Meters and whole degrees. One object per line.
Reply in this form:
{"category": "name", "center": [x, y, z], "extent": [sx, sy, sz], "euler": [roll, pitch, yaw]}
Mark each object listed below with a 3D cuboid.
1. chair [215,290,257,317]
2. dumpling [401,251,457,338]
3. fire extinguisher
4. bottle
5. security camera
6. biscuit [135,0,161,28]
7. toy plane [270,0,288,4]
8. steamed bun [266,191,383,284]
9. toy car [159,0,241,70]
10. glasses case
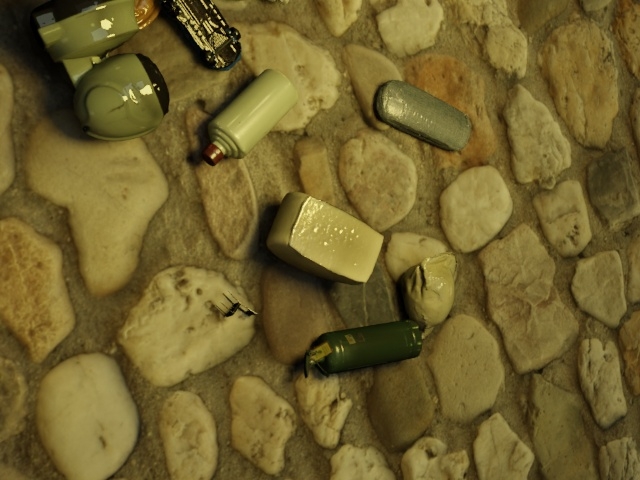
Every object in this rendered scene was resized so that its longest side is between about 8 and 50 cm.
{"category": "chair", "center": [-0.181, 0.149, 1.499], "extent": [0.086, 0.037, 0.042], "euler": [39, 59, -18]}
{"category": "dumpling", "center": [0.276, 0.121, 1.705], "extent": [0.172, 0.142, 0.247], "euler": [-28, 136, -36]}
{"category": "fire extinguisher", "center": [0.087, 0.251, 1.606], "extent": [0.311, 0.114, 0.095], "euler": [-4, 135, -28]}
{"category": "bottle", "center": [-0.159, -0.251, 1.486], "extent": [0.104, 0.104, 0.245], "euler": [49, 67, -19]}
{"category": "security camera", "center": [-0.398, -0.322, 1.314], "extent": [0.191, 0.197, 0.277], "euler": [-26, 108, -18]}
{"category": "biscuit", "center": [-0.382, -0.515, 1.412], "extent": [0.142, 0.029, 0.220], "euler": [13, 82, -28]}
{"category": "toy plane", "center": [-0.133, -0.626, 1.507], "extent": [0.252, 0.118, 0.252], "euler": [0, 90, -27]}
{"category": "steamed bun", "center": [0.000, 0.000, 1.532], "extent": [0.242, 0.164, 0.146], "euler": [27, 77, -27]}
{"category": "toy car", "center": [-0.249, -0.451, 1.466], "extent": [0.103, 0.063, 0.216], "euler": [-48, 121, -21]}
{"category": "glasses case", "center": [0.261, -0.308, 1.742], "extent": [0.282, 0.067, 0.109], "euler": [18, 77, -26]}
